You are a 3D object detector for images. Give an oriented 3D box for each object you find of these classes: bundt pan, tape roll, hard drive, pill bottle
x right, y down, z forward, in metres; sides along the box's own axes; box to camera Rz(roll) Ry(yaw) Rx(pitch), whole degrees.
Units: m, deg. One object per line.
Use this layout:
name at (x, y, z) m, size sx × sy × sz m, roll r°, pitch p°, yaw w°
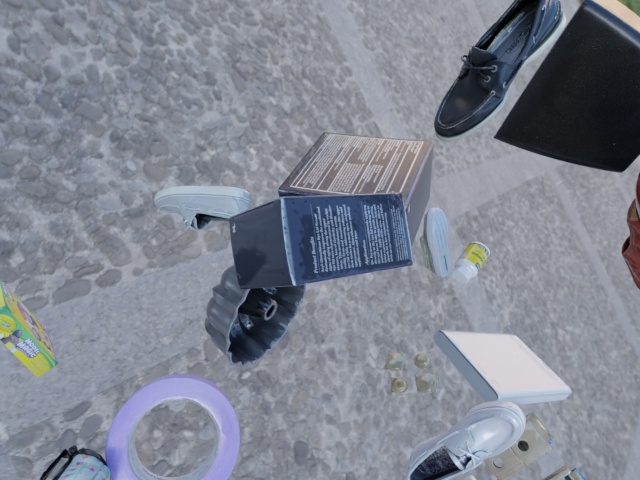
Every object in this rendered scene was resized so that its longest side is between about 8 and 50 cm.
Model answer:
bundt pan at (-0.176, 0.160, 1.225) m, size 0.124 × 0.330 × 0.331 m, roll 26°, pitch 35°, yaw 25°
tape roll at (-0.319, 0.439, 1.019) m, size 0.275 × 0.090 × 0.274 m, roll 3°, pitch 79°, yaw -14°
hard drive at (0.436, 0.298, 1.101) m, size 0.308 × 0.040 × 0.203 m, roll 11°, pitch 27°, yaw -36°
pill bottle at (0.406, 0.062, 1.255) m, size 0.065 × 0.065 × 0.116 m, roll 51°, pitch 62°, yaw -12°

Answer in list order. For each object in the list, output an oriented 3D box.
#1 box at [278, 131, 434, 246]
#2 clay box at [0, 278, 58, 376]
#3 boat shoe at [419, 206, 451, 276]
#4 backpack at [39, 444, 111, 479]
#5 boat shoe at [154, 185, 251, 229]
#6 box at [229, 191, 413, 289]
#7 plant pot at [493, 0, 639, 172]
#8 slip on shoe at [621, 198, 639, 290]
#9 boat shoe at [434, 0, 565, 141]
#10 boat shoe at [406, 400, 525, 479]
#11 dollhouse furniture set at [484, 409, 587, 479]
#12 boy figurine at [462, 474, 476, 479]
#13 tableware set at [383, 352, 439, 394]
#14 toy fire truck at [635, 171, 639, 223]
box at (0.099, -0.112, 1.125) m, size 0.296 × 0.294 × 0.182 m, roll -59°, pitch 150°, yaw -44°
clay box at (-0.635, 0.167, 0.953) m, size 0.053 × 0.127 × 0.222 m, roll -32°, pitch 133°, yaw -22°
boat shoe at (0.408, 0.011, 1.689) m, size 0.109 × 0.094 × 0.302 m, roll -42°, pitch 131°, yaw -33°
backpack at (-0.456, 0.480, 0.844) m, size 0.115 × 0.182 × 0.151 m, roll 11°, pitch 84°, yaw -11°
boat shoe at (-0.248, -0.062, 0.939) m, size 0.079 × 0.228 × 0.081 m, roll 32°, pitch 61°, yaw -64°
box at (0.000, 0.000, 0.647) m, size 0.207 × 0.153 × 0.108 m, roll -7°, pitch 88°, yaw -34°
plant pot at (0.373, -0.202, 0.617) m, size 0.167 × 0.188 × 0.187 m, roll 33°, pitch 41°, yaw 12°
slip on shoe at (0.462, 0.023, 0.608) m, size 0.331 × 0.123 × 0.101 m, roll 34°, pitch 13°, yaw -50°
boat shoe at (0.334, -0.350, 0.900) m, size 0.113 × 0.340 × 0.127 m, roll 36°, pitch 11°, yaw -48°
boat shoe at (0.186, 0.275, 0.611) m, size 0.066 × 0.184 × 0.063 m, roll 56°, pitch 29°, yaw 4°
dollhouse furniture set at (0.445, 0.472, 0.941) m, size 0.183 × 0.129 × 0.129 m, roll 54°, pitch 18°, yaw 27°
boy figurine at (0.247, 0.463, 0.709) m, size 0.285 × 0.092 × 0.177 m, roll 50°, pitch 31°, yaw -39°
tableware set at (0.277, 0.405, 1.413) m, size 0.020 × 0.169 × 0.141 m, roll 70°, pitch 19°, yaw -44°
toy fire truck at (0.387, 0.017, 0.426) m, size 0.217 × 0.246 × 0.158 m, roll 40°, pitch 11°, yaw 34°
